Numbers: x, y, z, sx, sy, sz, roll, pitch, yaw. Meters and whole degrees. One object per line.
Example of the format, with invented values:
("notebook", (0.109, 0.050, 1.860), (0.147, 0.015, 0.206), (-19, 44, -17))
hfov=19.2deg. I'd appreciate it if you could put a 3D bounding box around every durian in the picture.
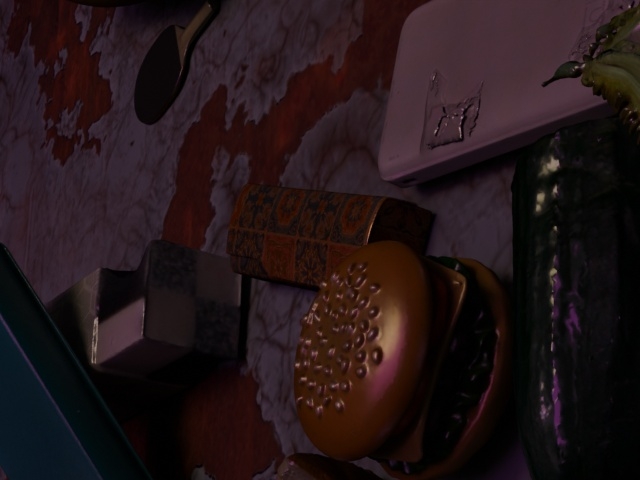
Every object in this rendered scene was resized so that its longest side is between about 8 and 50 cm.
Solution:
("durian", (0.227, -0.092, 1.043), (0.137, 0.095, 0.221), (-37, 27, -9))

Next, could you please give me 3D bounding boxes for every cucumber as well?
("cucumber", (0.151, 0.052, 1.129), (0.115, 0.063, 0.243), (-34, 49, 50))

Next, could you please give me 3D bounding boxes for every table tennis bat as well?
("table tennis bat", (-0.139, -0.175, 1.795), (0.156, 0.013, 0.087), (-48, 37, 39))

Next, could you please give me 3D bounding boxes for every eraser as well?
("eraser", (-0.208, 0.109, 1.677), (0.404, 0.098, 0.096), (-29, 52, 52))

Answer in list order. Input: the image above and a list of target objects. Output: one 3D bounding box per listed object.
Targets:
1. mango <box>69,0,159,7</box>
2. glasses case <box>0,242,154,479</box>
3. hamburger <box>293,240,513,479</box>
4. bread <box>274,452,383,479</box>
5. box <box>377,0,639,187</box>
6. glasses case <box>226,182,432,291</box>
("mango", (-0.191, -0.322, 1.807), (0.317, 0.173, 0.211), (28, 100, 54))
("glasses case", (-0.222, 0.145, 1.558), (0.301, 0.070, 0.117), (57, 135, 15))
("hamburger", (0.054, 0.076, 1.222), (0.162, 0.115, 0.162), (-38, 43, 46))
("bread", (0.023, 0.182, 1.292), (0.109, 0.062, 0.043), (37, 116, 15))
("box", (0.133, -0.127, 1.270), (0.285, 0.044, 0.142), (-18, 57, 56))
("glasses case", (0.000, 0.000, 1.424), (0.218, 0.049, 0.075), (9, 82, 61))
